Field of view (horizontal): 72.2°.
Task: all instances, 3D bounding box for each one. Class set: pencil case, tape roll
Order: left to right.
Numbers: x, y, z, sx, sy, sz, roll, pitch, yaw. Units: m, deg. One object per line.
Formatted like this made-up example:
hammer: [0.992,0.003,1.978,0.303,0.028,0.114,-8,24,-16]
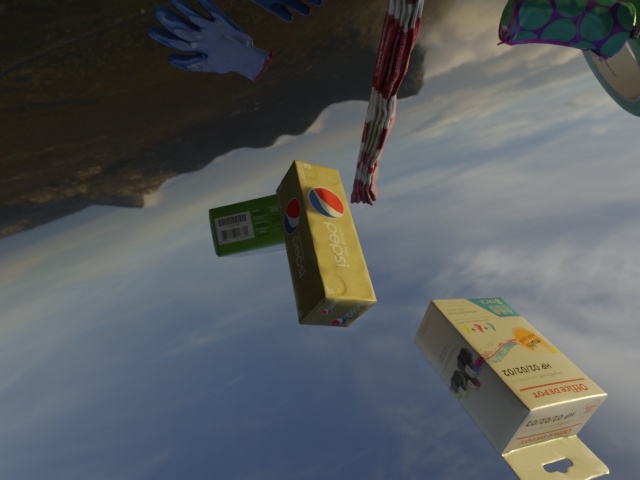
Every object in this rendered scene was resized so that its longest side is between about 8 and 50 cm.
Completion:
pencil case: [0.303,-0.267,0.544,0.152,0.070,0.064,9,-168,1]
tape roll: [0.669,-0.427,0.958,0.077,0.321,0.321,-30,-170,21]

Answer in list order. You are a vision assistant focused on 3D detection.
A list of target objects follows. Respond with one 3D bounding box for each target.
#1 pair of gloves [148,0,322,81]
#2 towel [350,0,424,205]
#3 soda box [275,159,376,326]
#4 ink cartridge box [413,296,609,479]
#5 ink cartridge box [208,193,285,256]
pair of gloves: [-0.087,-0.261,0.489,0.159,0.023,0.198,3,146,-48]
towel: [0.097,-0.227,0.559,0.037,0.329,0.236,14,-121,5]
soda box: [0.000,0.000,0.479,0.061,0.181,0.058,9,140,-29]
ink cartridge box: [0.186,0.134,0.424,0.105,0.061,0.181,1,-149,-26]
ink cartridge box: [-0.104,-0.026,0.947,0.189,0.096,0.255,-12,177,4]
